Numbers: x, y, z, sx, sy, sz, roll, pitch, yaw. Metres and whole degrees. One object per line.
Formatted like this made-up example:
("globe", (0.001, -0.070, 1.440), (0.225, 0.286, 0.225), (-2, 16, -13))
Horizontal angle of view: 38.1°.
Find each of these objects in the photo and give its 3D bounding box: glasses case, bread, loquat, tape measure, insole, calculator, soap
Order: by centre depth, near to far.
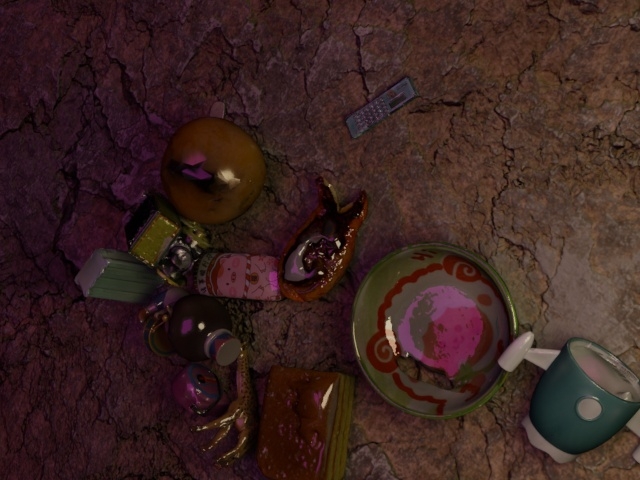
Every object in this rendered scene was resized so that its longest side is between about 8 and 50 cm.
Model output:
("bread", (-0.033, 0.375, 1.874), (0.184, 0.110, 0.234), (2, 84, 35))
("bread", (0.006, 0.006, 1.922), (0.139, 0.095, 0.269), (25, 83, 11))
("calculator", (0.125, -0.277, 1.930), (0.172, 0.018, 0.057), (-31, 68, 24))
("loquat", (-0.233, -0.151, 2.021), (0.235, 0.235, 0.235), (-6, 79, 33))
("tape measure", (-0.267, 0.334, 2.033), (0.074, 0.118, 0.125), (-46, 57, 18))
("glasses case", (-0.172, 0.080, 2.038), (0.266, 0.067, 0.103), (0, 80, 33))
("soap", (-0.458, 0.084, 2.150), (0.114, 0.198, 0.063), (-51, 57, 16))
("insole", (-0.257, -0.234, 2.180), (0.063, 0.010, 0.192), (12, 90, 35))

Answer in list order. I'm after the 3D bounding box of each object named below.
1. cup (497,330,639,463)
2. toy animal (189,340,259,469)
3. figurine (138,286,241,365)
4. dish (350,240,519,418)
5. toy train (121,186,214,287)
("cup", (0.430, 0.278, 1.554), (0.299, 0.167, 0.173), (35, 113, 7))
("toy animal", (-0.183, 0.354, 1.988), (0.275, 0.149, 0.054), (-66, 10, -23))
("figurine", (-0.281, 0.192, 2.012), (0.275, 0.161, 0.158), (8, 80, 56))
("dish", (0.226, 0.163, 1.729), (0.324, 0.124, 0.324), (0, 90, 28))
("toy train", (-0.345, -0.005, 2.064), (0.134, 0.177, 0.261), (-53, 22, 5))
